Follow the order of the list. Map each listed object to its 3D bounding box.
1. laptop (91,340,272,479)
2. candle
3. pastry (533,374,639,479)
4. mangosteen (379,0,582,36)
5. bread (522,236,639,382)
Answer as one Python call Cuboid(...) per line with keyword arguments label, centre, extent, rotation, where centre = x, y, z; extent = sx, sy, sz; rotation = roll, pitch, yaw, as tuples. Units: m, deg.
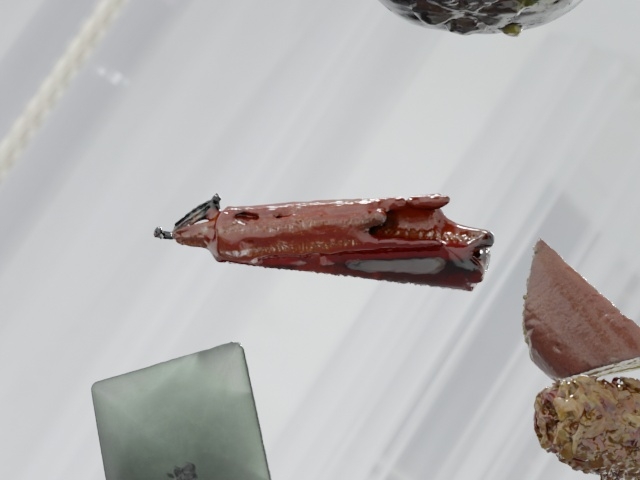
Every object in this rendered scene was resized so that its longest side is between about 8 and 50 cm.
Cuboid(label="laptop", centre=(-0.147, 0.259, 1.884), extent=(0.015, 0.188, 0.269), rotation=(46, 29, -68))
Cuboid(label="candle", centre=(0.000, 0.000, 1.463), extent=(0.302, 0.084, 0.059), rotation=(1, 11, 17))
Cuboid(label="pastry", centre=(0.239, 0.155, 1.329), extent=(0.169, 0.063, 0.087), rotation=(15, -46, -25))
Cuboid(label="mangosteen", centre=(0.124, -0.293, 1.334), extent=(0.231, 0.289, 0.231), rotation=(8, -33, 5))
Cuboid(label="bread", centre=(0.280, 0.103, 1.912), extent=(0.192, 0.119, 0.067), rotation=(43, 16, 23))
